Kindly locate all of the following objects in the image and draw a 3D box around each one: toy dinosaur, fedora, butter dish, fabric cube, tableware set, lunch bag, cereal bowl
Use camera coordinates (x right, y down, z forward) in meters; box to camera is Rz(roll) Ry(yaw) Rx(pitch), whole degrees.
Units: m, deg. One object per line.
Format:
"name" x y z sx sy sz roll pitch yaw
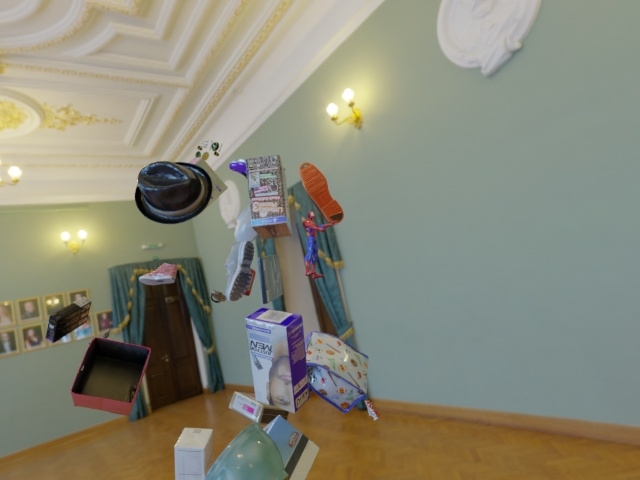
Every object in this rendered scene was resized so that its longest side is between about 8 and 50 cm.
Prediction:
"toy dinosaur" -1.154 0.585 2.108 0.118 0.268 0.064 11 4 37
"fedora" -0.627 -0.228 1.676 0.333 0.334 0.152 -13 -21 -2
"butter dish" -0.469 0.221 2.308 0.118 0.160 0.160 -5 -27 36
"fabric cube" -0.956 0.628 1.859 0.259 0.254 0.258 18 -38 -16
"tableware set" -0.547 -0.436 1.966 0.154 0.104 0.024 16 -4 31
"lunch bag" 0.058 0.718 2.289 0.239 0.385 0.328 -50 10 21
"cereal bowl" -0.353 -0.121 2.207 0.339 0.141 0.339 -48 5 6

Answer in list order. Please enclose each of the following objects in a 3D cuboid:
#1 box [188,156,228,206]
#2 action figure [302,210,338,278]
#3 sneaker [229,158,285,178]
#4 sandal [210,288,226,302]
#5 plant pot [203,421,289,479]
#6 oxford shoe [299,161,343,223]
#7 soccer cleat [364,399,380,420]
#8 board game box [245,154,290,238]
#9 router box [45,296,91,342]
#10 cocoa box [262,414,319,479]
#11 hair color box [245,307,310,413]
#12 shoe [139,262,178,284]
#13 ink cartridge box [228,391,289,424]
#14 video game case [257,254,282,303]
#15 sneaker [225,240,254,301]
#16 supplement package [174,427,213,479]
"box" -0.661 -0.286 2.149 0.243 0.214 0.117 -46 32 -12
"action figure" 0.000 0.000 1.633 0.139 0.281 0.091 -17 -25 22
"sneaker" -0.330 -0.320 2.034 0.293 0.146 0.102 10 -1 10
"sandal" -0.507 0.280 1.984 0.072 0.049 0.180 18 -19 -1
"plant pot" -0.229 0.791 1.335 0.196 0.293 0.293 30 10 21
"oxford shoe" -0.017 -0.241 2.152 0.130 0.364 0.132 -30 4 -19
"soccer cleat" 0.201 0.677 1.615 0.036 0.083 0.029 -51 -28 15
"board game box" -0.214 -0.176 1.711 0.141 0.291 0.232 -7 -12 0
"router box" -1.080 0.338 1.741 0.133 0.046 0.179 -64 -6 23
"cocoa box" -0.208 0.937 1.619 0.231 0.228 0.347 -53 -2 39
"hair color box" -0.153 0.428 1.460 0.185 0.339 0.110 4 18 31
"shoe" -0.741 0.154 1.862 0.177 0.081 0.063 -4 -36 13
"ink cartridge box" -0.298 0.825 1.989 0.234 0.088 0.193 5 -19 43
"video game case" -0.222 0.166 1.823 0.026 0.196 0.274 -7 0 8
"sneaker" -0.380 0.139 1.835 0.115 0.282 0.105 0 -23 31
"supplement package" -0.573 1.003 1.841 0.138 0.244 0.134 4 11 1
